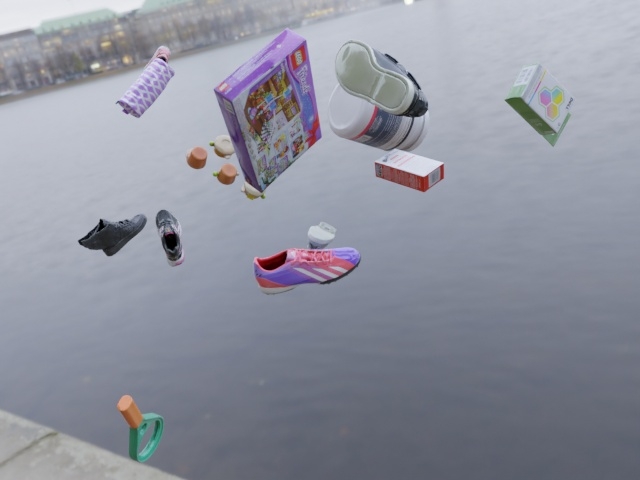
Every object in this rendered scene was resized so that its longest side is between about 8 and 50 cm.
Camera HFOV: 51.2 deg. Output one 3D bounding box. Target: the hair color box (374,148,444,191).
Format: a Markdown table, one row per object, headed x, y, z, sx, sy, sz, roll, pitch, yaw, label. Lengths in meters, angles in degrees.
| x | y | z | sx | sy | sz | roll | pitch | yaw | label |
| --- | --- | --- | --- | --- | --- | --- | --- | --- | --- |
| 0.240 | -0.191 | 1.810 | 0.167 | 0.053 | 0.093 | 25 | 45 | 37 | hair color box |

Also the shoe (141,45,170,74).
| x | y | z | sx | sy | sz | roll | pitch | yaw | label |
| --- | --- | --- | --- | --- | --- | --- | --- | --- | --- |
| -0.586 | -0.598 | 2.356 | 0.178 | 0.063 | 0.081 | -49 | 28 | 30 | shoe |

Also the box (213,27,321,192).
| x | y | z | sx | sy | sz | roll | pitch | yaw | label |
| --- | --- | --- | --- | --- | --- | --- | --- | --- | --- |
| -0.097 | -0.256 | 1.366 | 0.057 | 0.293 | 0.201 | 37 | 69 | 25 | box |

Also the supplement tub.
| x | y | z | sx | sy | sz | roll | pitch | yaw | label |
| --- | --- | --- | --- | --- | --- | --- | --- | --- | --- |
| 0.175 | -0.375 | 2.003 | 0.272 | 0.191 | 0.191 | 9 | 0 | -39 | supplement tub |

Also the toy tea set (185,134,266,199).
| x | y | z | sx | sy | sz | roll | pitch | yaw | label |
| --- | --- | --- | --- | --- | --- | --- | --- | --- | --- |
| -0.344 | -0.273 | 2.522 | 0.124 | 0.336 | 0.200 | -47 | 18 | 56 | toy tea set |

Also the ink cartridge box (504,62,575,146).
| x | y | z | sx | sy | sz | roll | pitch | yaw | label |
| --- | --- | --- | --- | --- | --- | --- | --- | --- | --- |
| 0.573 | -0.341 | 1.691 | 0.109 | 0.209 | 0.062 | -60 | 25 | -11 | ink cartridge box |

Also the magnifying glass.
| x | y | z | sx | sy | sz | roll | pitch | yaw | label |
| --- | --- | --- | --- | --- | --- | --- | --- | --- | --- |
| -0.331 | 0.340 | 1.222 | 0.026 | 0.231 | 0.092 | 18 | 57 | 14 | magnifying glass |

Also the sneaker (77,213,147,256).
| x | y | z | sx | sy | sz | roll | pitch | yaw | label |
| --- | --- | --- | --- | --- | --- | --- | --- | --- | --- |
| -0.516 | -0.027 | 1.667 | 0.051 | 0.089 | 0.170 | 15 | 56 | 44 | sneaker |

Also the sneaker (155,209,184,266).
| x | y | z | sx | sy | sz | roll | pitch | yaw | label |
| --- | --- | --- | --- | --- | --- | --- | --- | --- | --- |
| -0.431 | -0.020 | 1.919 | 0.072 | 0.178 | 0.077 | -20 | -25 | -14 | sneaker |

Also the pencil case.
| x | y | z | sx | sy | sz | roll | pitch | yaw | label |
| --- | --- | --- | --- | --- | --- | --- | --- | --- | --- |
| -0.548 | -0.478 | 2.104 | 0.206 | 0.086 | 0.088 | -53 | 17 | -15 | pencil case |

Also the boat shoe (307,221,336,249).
| x | y | z | sx | sy | sz | roll | pitch | yaw | label |
| --- | --- | --- | --- | --- | --- | --- | --- | --- | --- |
| -0.001 | -0.001 | 2.108 | 0.079 | 0.081 | 0.227 | 27 | 13 | 5 | boat shoe |

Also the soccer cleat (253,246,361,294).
| x | y | z | sx | sy | sz | roll | pitch | yaw | label |
| --- | --- | --- | --- | --- | --- | --- | --- | --- | --- |
| -0.041 | 0.068 | 1.955 | 0.318 | 0.116 | 0.108 | -14 | 39 | 4 | soccer cleat |

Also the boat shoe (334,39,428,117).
| x | y | z | sx | sy | sz | roll | pitch | yaw | label |
| --- | --- | --- | --- | --- | --- | --- | --- | --- | --- |
| 0.153 | -0.396 | 1.652 | 0.113 | 0.127 | 0.340 | 12 | 20 | -38 | boat shoe |
